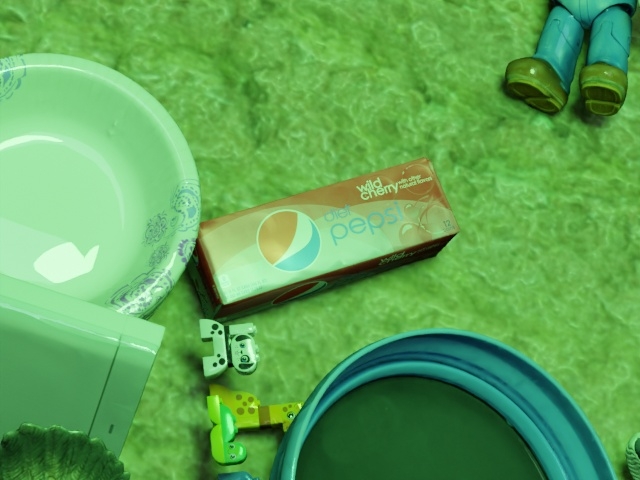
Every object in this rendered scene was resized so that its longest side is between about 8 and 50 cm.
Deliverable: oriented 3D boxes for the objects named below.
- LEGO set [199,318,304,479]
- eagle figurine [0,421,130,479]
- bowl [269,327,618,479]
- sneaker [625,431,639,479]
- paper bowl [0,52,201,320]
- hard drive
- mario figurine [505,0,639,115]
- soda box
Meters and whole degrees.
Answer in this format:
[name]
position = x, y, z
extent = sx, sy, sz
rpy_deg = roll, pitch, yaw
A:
[LEGO set]
position = -0.057, 0.189, 1.775
extent = 0.093, 0.087, 0.227
rpy_deg = -7, 73, 0
[eagle figurine]
position = -0.271, 0.298, 1.572
extent = 0.225, 0.298, 0.226
rpy_deg = -2, 72, -16
[bowl]
position = 0.121, 0.279, 1.746
extent = 0.391, 0.077, 0.391
rpy_deg = 13, 65, -28
[sneaker]
position = 0.430, 0.219, 1.888
extent = 0.235, 0.094, 0.153
rpy_deg = 29, 66, -4
[paper bowl]
position = -0.263, -0.024, 1.764
extent = 0.284, 0.148, 0.284
rpy_deg = 4, 70, -13
[hard drive]
position = -0.335, 0.103, 1.652
extent = 0.353, 0.233, 0.047
rpy_deg = 19, 47, -5
[mario figurine]
position = 0.286, -0.306, 1.989
extent = 0.198, 0.170, 0.320
rpy_deg = 17, 70, -6
[soda box]
position = 0.000, 0.000, 1.858
extent = 0.263, 0.083, 0.092
rpy_deg = -17, 77, -18
